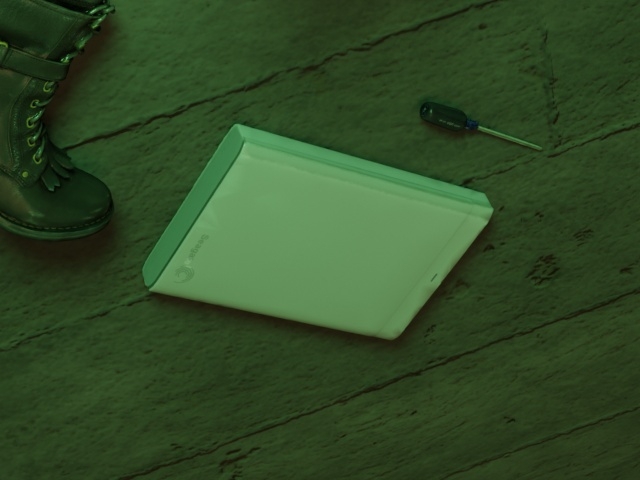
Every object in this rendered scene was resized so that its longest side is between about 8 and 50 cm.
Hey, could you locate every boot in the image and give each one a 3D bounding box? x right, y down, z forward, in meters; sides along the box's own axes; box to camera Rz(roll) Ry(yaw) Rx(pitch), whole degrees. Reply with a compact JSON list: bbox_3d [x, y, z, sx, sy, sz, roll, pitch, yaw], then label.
[{"bbox_3d":[-0.243,-0.123,1.362,0.263,0.091,0.229,21,123,-34],"label":"boot"}]

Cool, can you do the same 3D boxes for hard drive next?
[{"bbox_3d":[0.000,0.000,1.625,0.307,0.040,0.203,13,127,-33],"label":"hard drive"}]

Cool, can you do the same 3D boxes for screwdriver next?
[{"bbox_3d":[0.166,-0.114,1.599,0.170,0.024,0.025,8,101,-37],"label":"screwdriver"}]
